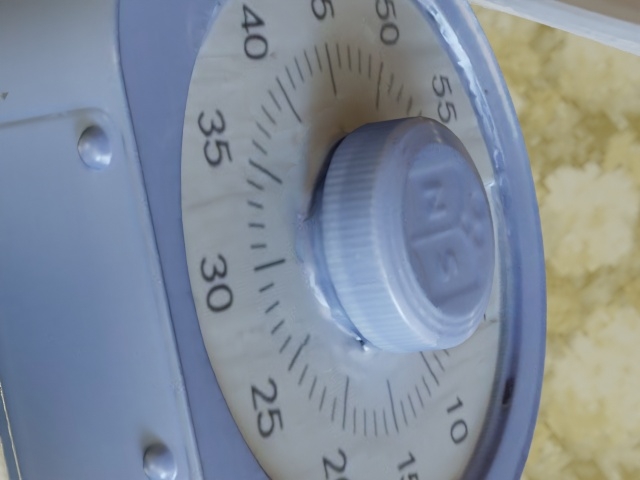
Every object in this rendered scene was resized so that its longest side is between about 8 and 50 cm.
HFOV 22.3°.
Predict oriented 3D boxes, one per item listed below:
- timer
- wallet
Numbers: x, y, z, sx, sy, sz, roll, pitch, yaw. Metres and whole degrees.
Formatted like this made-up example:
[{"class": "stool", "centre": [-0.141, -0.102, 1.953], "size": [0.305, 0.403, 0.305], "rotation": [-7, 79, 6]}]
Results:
[{"class": "timer", "centre": [0.000, 0.000, 0.843], "size": [0.395, 0.173, 0.395], "rotation": [16, -111, -51]}, {"class": "wallet", "centre": [0.150, -0.161, 0.958], "size": [0.190, 0.033, 0.095], "rotation": [20, -125, 22]}]
